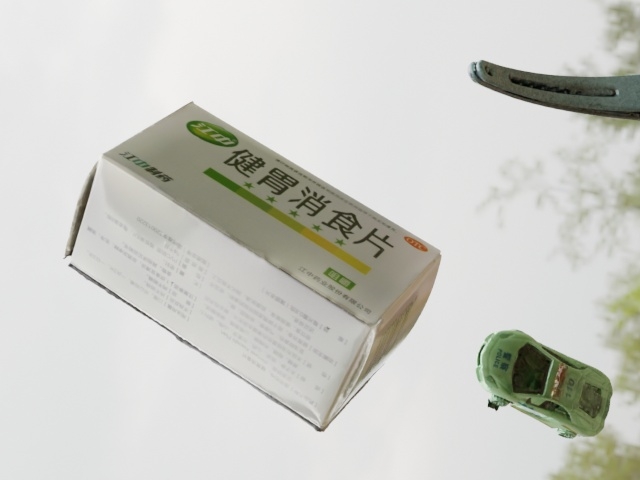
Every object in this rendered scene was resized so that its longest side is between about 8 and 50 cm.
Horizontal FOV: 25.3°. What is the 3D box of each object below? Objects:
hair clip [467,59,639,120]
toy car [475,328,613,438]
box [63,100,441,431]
[{"bbox_3d":[0.259,-0.150,1.442,0.083,0.275,0.048,-26,66,60],"label":"hair clip"},{"bbox_3d":[0.254,0.163,1.598,0.058,0.186,0.093,-8,59,59],"label":"toy car"},{"bbox_3d":[-0.070,0.016,1.405,0.173,0.333,0.145,-40,-22,-55],"label":"box"}]
